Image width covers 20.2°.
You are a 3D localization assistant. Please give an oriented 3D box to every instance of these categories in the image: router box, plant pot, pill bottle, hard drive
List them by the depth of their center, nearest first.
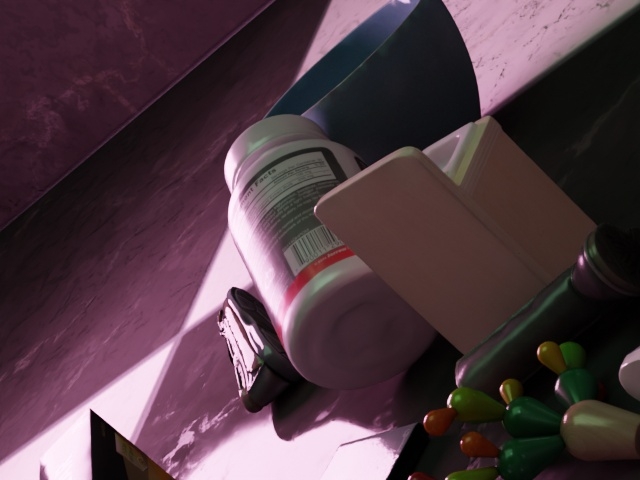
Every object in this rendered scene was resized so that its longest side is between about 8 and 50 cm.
[{"bbox_3d":[-0.156,0.315,1.715,0.081,0.243,0.309,-45,18,6],"label":"router box"},{"bbox_3d":[0.045,0.233,1.787,0.135,0.022,0.094,-24,28,52],"label":"hard drive"},{"bbox_3d":[0.000,0.000,1.975,0.176,0.176,0.318,-43,41,14],"label":"pill bottle"},{"bbox_3d":[0.088,-0.152,2.222,0.290,0.195,0.290,-41,11,10],"label":"plant pot"}]

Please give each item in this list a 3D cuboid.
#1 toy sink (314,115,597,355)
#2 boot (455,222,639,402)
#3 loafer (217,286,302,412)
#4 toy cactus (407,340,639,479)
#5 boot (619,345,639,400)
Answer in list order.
[{"bbox_3d":[0.136,-0.023,1.778,0.152,0.234,0.131,-31,23,44],"label":"toy sink"},{"bbox_3d":[0.203,0.071,1.613,0.208,0.076,0.189,-34,-15,19],"label":"boot"},{"bbox_3d":[-0.091,0.132,2.229,0.084,0.096,0.267,-52,19,5],"label":"loafer"},{"bbox_3d":[0.189,0.162,1.485,0.180,0.112,0.219,5,23,40],"label":"toy cactus"},{"bbox_3d":[0.318,0.070,1.414,0.190,0.069,0.086,-22,23,54],"label":"boot"}]
